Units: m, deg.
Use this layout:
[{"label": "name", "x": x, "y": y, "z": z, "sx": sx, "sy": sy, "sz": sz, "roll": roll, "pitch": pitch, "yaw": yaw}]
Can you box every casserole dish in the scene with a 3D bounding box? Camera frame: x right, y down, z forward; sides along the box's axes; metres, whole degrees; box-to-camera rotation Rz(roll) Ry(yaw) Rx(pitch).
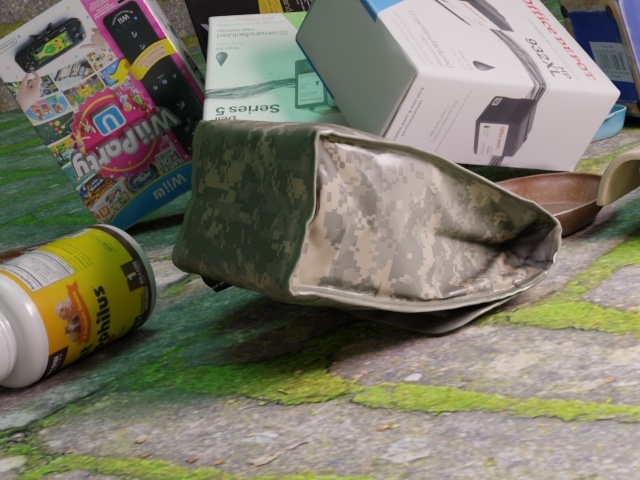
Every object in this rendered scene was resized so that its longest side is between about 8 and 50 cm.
[{"label": "casserole dish", "x": 0.336, "y": -0.157, "z": 1.918, "sx": 0.114, "sy": 0.037, "sz": 0.188, "roll": -17, "pitch": 13, "yaw": -15}]

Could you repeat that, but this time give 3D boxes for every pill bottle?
[{"label": "pill bottle", "x": -0.270, "y": 0.069, "z": 1.389, "sx": 0.117, "sy": 0.117, "sz": 0.215, "roll": -1, "pitch": 18, "yaw": 40}]

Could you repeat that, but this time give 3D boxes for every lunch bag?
[{"label": "lunch bag", "x": 0.046, "y": -0.011, "z": 1.297, "sx": 0.287, "sy": 0.168, "sz": 0.235, "roll": 9, "pitch": 1, "yaw": -32}]

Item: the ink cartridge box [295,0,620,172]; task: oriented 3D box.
[{"label": "ink cartridge box", "x": 0.161, "y": -0.204, "z": 1.671, "sx": 0.308, "sy": 0.129, "sz": 0.223, "roll": 2, "pitch": 42, "yaw": -35}]

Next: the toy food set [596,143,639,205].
[{"label": "toy food set", "x": 0.450, "y": -0.062, "z": 1.363, "sx": 0.306, "sy": 0.092, "sz": 0.220, "roll": 9, "pitch": 24, "yaw": 38}]

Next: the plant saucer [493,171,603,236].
[{"label": "plant saucer", "x": 0.215, "y": -0.029, "z": 1.512, "sx": 0.199, "sy": 0.036, "sz": 0.198, "roll": -12, "pitch": 13, "yaw": 3}]

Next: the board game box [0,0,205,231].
[{"label": "board game box", "x": -0.272, "y": -0.190, "z": 1.929, "sx": 0.224, "sy": 0.303, "sz": 0.097, "roll": -32, "pitch": 12, "yaw": 5}]

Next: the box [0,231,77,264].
[{"label": "box", "x": -0.394, "y": 0.067, "z": 1.635, "sx": 0.293, "sy": 0.057, "sz": 0.201, "roll": -16, "pitch": 13, "yaw": -12}]

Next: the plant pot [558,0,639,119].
[{"label": "plant pot", "x": 0.467, "y": -0.282, "z": 1.913, "sx": 0.212, "sy": 0.236, "sz": 0.236, "roll": -24, "pitch": 16, "yaw": -14}]

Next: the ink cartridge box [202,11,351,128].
[{"label": "ink cartridge box", "x": -0.044, "y": -0.160, "z": 1.793, "sx": 0.198, "sy": 0.114, "sz": 0.272, "roll": -3, "pitch": 48, "yaw": 2}]

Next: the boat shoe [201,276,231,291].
[{"label": "boat shoe", "x": 0.000, "y": 0.000, "z": 1.473, "sx": 0.303, "sy": 0.091, "sz": 0.114, "roll": -26, "pitch": -1, "yaw": -37}]

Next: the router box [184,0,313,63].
[{"label": "router box", "x": -0.033, "y": -0.256, "z": 2.034, "sx": 0.243, "sy": 0.308, "sz": 0.081, "roll": -14, "pitch": 13, "yaw": 19}]
